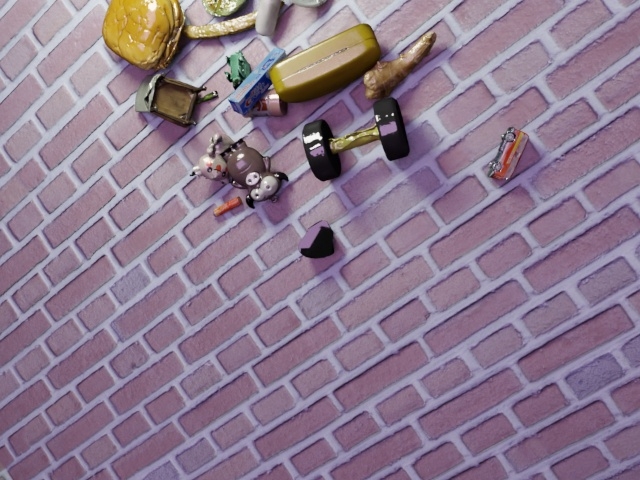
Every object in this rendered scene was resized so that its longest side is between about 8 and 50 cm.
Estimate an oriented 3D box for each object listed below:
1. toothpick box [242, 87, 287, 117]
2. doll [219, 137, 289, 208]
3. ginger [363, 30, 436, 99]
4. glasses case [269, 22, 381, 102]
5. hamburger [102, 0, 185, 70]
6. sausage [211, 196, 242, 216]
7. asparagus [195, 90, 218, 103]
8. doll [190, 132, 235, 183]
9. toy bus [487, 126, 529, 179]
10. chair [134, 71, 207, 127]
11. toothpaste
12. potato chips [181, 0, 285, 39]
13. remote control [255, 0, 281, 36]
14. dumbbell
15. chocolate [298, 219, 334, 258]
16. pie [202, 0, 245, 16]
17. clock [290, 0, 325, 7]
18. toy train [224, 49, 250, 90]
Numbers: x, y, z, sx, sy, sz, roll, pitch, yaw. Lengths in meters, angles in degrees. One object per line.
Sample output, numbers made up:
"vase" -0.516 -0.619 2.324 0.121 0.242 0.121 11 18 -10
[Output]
"toothpick box" -0.202 -0.487 1.859 0.149 0.098 0.098 1 98 15
"doll" -0.239 -0.240 1.881 0.182 0.117 0.257 -36 97 7
"ginger" 0.257 -0.580 1.727 0.294 0.131 0.086 -40 45 14
"glasses case" 0.021 -0.573 1.752 0.371 0.173 0.141 -22 93 10
"hamburger" -0.631 -0.774 1.877 0.319 0.158 0.318 4 100 24
"sausage" -0.357 -0.124 1.980 0.129 0.034 0.034 -24 91 15
"asparagus" -0.487 -0.509 1.966 0.233 0.023 0.022 -18 49 15
"doll" -0.381 -0.299 1.924 0.095 0.149 0.192 29 98 51
"toy bus" 0.609 -0.277 1.705 0.077 0.079 0.174 20 102 0
"chair" -0.551 -0.511 1.909 0.186 0.319 0.160 14 94 -30
"toothpaste" -0.207 -0.546 1.797 0.053 0.066 0.272 27 69 26
"potato chips" -0.318 -0.772 1.869 0.407 0.057 0.080 -8 93 15
"remote control" -0.167 -0.807 1.776 0.073 0.044 0.229 8 121 -19
"dumbbell" 0.120 -0.334 1.749 0.323 0.204 0.203 -14 94 16
"chocolate" 0.000 0.000 1.890 0.125 0.080 0.148 32 97 -4
"pie" -0.337 -0.873 1.844 0.187 0.041 0.186 -3 78 15
"clock" -0.054 -0.897 1.741 0.236 0.053 0.236 -8 108 -26
"toy train" -0.285 -0.590 1.837 0.070 0.099 0.172 -19 50 15
